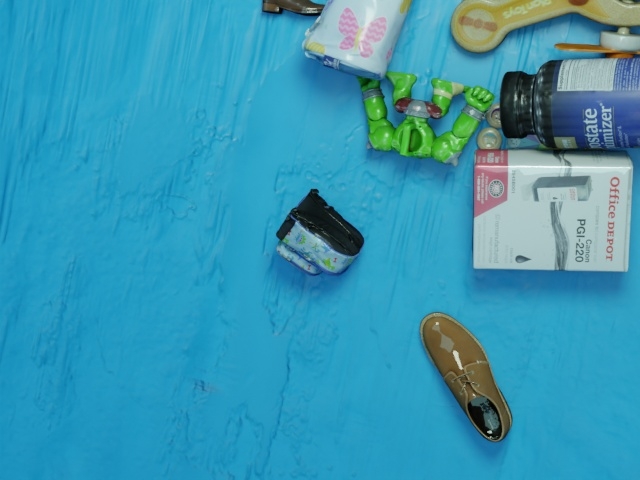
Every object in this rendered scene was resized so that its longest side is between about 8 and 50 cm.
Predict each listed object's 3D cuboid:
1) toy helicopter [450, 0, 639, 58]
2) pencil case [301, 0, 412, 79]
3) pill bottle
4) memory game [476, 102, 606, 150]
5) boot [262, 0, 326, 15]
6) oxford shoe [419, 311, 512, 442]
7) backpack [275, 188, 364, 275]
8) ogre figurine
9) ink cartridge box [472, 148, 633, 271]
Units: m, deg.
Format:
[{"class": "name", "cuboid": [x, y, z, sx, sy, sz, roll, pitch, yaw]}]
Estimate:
[{"class": "toy helicopter", "cuboid": [0.354, -0.330, 1.737, 0.355, 0.140, 0.235, -18, 103, 20]}, {"class": "pencil case", "cuboid": [0.072, -0.359, 1.747, 0.124, 0.113, 0.273, 22, 93, 24]}, {"class": "pill bottle", "cuboid": [0.361, -0.186, 1.713, 0.219, 0.123, 0.122, 1, 97, 21]}, {"class": "memory game", "cuboid": [0.316, -0.137, 1.802, 0.186, 0.012, 0.186, 1, 97, 8]}, {"class": "boot", "cuboid": [-0.032, -0.383, 1.814, 0.106, 0.037, 0.114, 6, 93, 5]}, {"class": "oxford shoe", "cuboid": [0.214, 0.198, 1.825, 0.076, 0.076, 0.212, -34, 89, 12]}, {"class": "backpack", "cuboid": [0.000, 0.000, 1.821, 0.114, 0.105, 0.084, 36, 122, 2]}, {"class": "ogre figurine", "cuboid": [0.137, -0.174, 1.782, 0.197, 0.097, 0.118, 12, 92, 3]}, {"class": "ink cartridge box", "cuboid": [0.323, -0.042, 1.761, 0.218, 0.092, 0.158, 0, 108, 6]}]
